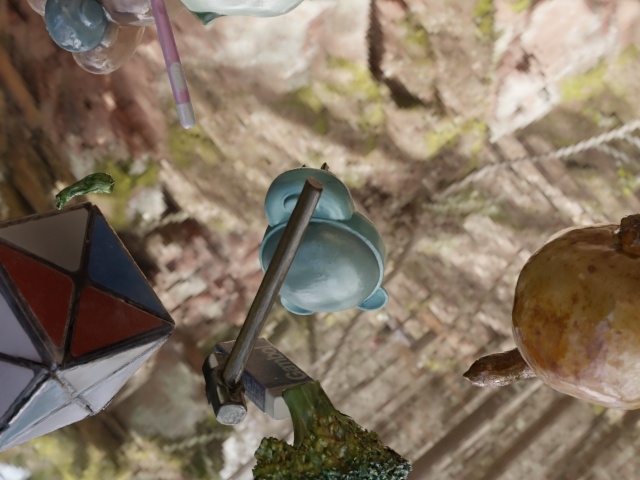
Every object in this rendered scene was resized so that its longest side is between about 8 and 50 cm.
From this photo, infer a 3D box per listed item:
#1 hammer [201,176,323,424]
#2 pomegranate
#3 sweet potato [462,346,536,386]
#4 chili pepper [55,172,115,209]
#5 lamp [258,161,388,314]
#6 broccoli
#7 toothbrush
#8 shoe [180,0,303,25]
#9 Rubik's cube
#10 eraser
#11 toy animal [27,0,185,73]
[{"bbox_3d":[-0.073,0.076,1.688,0.043,0.365,0.111,12,-151,-24],"label":"hammer"},{"bbox_3d":[0.350,0.081,1.503,0.248,0.248,0.248,50,173,9],"label":"pomegranate"},{"bbox_3d":[0.308,0.184,1.895,0.056,0.195,0.056,171,90,-88],"label":"sweet potato"},{"bbox_3d":[-0.313,-0.069,1.678,0.030,0.091,0.034,5,-112,-77],"label":"chili pepper"},{"bbox_3d":[-0.002,0.007,2.076,0.147,0.209,0.284,-62,-35,-63],"label":"lamp"},{"bbox_3d":[-0.002,0.274,1.655,0.194,0.220,0.194,13,107,51],"label":"broccoli"},{"bbox_3d":[-0.191,-0.273,1.505,0.025,0.020,0.286,1,107,66],"label":"toothbrush"},{"bbox_3d":[-0.023,-0.347,1.562,0.160,0.363,0.131,60,-153,-54],"label":"shoe"},{"bbox_3d":[-0.488,0.153,2.169,0.305,0.310,0.307,55,-145,11],"label":"Rubik's cube"},{"bbox_3d":[-0.083,0.214,1.996,0.212,0.092,0.046,32,123,54],"label":"eraser"},{"bbox_3d":[-0.325,-0.383,1.933,0.210,0.221,0.229,53,179,-14],"label":"toy animal"}]
